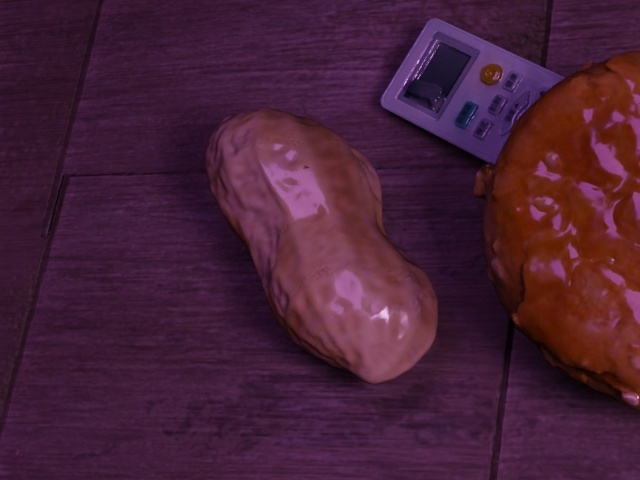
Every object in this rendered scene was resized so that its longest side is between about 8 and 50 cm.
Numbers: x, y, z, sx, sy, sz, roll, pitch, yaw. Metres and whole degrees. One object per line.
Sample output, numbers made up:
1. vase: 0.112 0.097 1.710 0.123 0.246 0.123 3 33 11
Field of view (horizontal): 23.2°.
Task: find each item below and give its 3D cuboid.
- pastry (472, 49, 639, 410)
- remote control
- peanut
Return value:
1. pastry: 0.288 -0.004 1.269 0.315 0.184 0.284 34 99 22
2. remote control: 0.191 -0.110 1.451 0.293 0.051 0.103 32 90 32
3. peanut: 0.000 0.000 1.417 0.149 0.149 0.313 -29 56 3
